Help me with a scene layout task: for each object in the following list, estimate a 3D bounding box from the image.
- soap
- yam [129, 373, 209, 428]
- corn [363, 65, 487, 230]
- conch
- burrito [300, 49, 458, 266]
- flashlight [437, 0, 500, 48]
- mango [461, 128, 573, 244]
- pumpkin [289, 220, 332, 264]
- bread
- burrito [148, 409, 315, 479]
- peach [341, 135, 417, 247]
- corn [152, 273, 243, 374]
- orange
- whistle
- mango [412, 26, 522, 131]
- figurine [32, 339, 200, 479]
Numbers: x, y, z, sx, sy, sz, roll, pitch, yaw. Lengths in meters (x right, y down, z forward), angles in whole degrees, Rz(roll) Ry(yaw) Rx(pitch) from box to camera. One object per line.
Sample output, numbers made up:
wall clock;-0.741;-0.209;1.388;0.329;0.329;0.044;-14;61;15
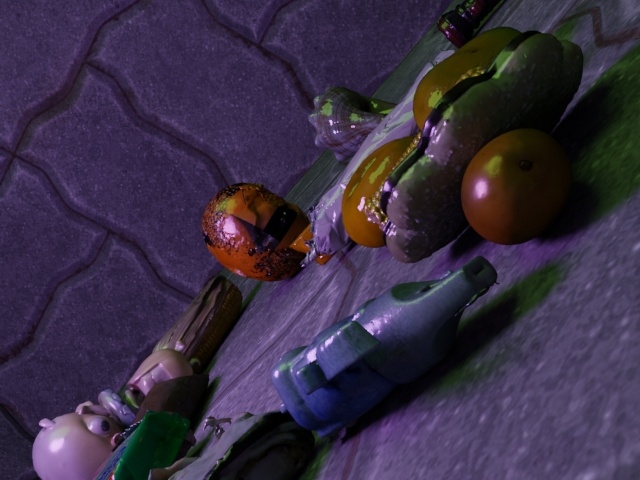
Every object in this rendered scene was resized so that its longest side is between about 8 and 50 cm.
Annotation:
soap;-0.315;0.402;1.287;0.273;0.098;0.217;-47;15;40
yam;-0.276;0.307;1.509;0.106;0.106;0.259;-48;10;17
corn;0.154;-0.100;1.012;0.244;0.093;0.093;-54;7;8
conch;0.098;-0.265;1.921;0.203;0.169;0.386;-28;40;-26
burrito;0.106;-0.133;1.392;0.445;0.101;0.139;-51;-1;3
flashlight;0.381;-0.561;1.921;0.232;0.093;0.093;-45;9;14
mango;0.170;-0.045;0.712;0.102;0.085;0.184;-56;-10;6
pumpkin;0.000;-0.002;1.484;0.101;0.073;0.035;-51;4;16
bread;0.156;-0.091;0.808;0.286;0.056;0.207;-51;-22;9
burrito;-0.100;0.243;0.870;0.144;0.089;0.229;-38;3;-24
peach;0.098;-0.071;1.150;0.179;0.103;0.179;-53;6;9
corn;-0.288;0.207;1.924;0.122;0.123;0.305;-11;32;36
orange;-0.133;-0.014;1.702;0.182;0.235;0.234;-69;12;-12
whistle;0.046;0.093;0.716;0.269;0.093;0.180;-43;-15;34
mango;0.221;-0.221;1.131;0.237;0.091;0.137;-44;40;-21
figurine;-0.420;0.355;1.699;0.394;0.226;0.275;-44;31;-26
